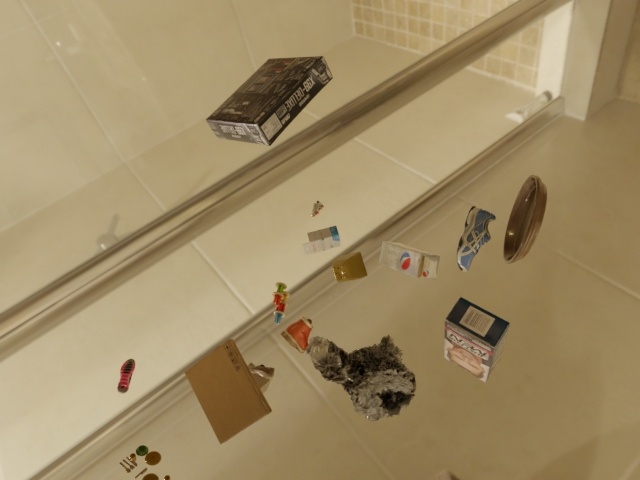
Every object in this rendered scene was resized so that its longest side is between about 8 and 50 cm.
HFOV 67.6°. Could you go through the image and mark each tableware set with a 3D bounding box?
[{"bbox_3d":[-0.514,0.681,1.429,0.154,0.104,0.024,28,122,19],"label":"tableware set"}]

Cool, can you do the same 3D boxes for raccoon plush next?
[{"bbox_3d":[0.140,0.362,1.561,0.446,0.216,0.299,51,-171,-23],"label":"raccoon plush"}]

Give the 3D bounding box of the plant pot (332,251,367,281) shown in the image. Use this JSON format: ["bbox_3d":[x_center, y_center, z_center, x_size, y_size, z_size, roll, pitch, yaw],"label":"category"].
[{"bbox_3d":[0.083,0.090,1.487,0.081,0.083,0.081,-14,96,39],"label":"plant pot"}]

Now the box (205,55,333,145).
[{"bbox_3d":[-0.149,-0.410,1.382,0.243,0.307,0.076,16,150,41],"label":"box"}]

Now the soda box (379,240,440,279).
[{"bbox_3d":[0.263,0.057,1.438,0.216,0.069,0.073,-157,75,-64],"label":"soda box"}]

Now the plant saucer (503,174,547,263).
[{"bbox_3d":[0.614,-0.059,1.438,0.041,0.277,0.277,16,153,8],"label":"plant saucer"}]

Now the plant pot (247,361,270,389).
[{"bbox_3d":[-0.273,0.567,1.877,0.109,0.096,0.109,36,136,13],"label":"plant pot"}]

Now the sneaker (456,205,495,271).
[{"bbox_3d":[0.486,0.001,1.506,0.081,0.080,0.211,18,102,26],"label":"sneaker"}]

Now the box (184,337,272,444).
[{"bbox_3d":[-0.230,0.368,1.167,0.201,0.164,0.021,57,-162,15],"label":"box"}]

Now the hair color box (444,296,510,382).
[{"bbox_3d":[0.518,0.343,1.613,0.174,0.105,0.347,29,159,29],"label":"hair color box"}]

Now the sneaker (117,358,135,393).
[{"bbox_3d":[-0.681,0.474,1.681,0.047,0.119,0.057,16,166,-8],"label":"sneaker"}]

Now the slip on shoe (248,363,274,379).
[{"bbox_3d":[-0.217,0.471,1.739,0.135,0.041,0.051,-2,151,48],"label":"slip on shoe"}]

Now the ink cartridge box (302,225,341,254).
[{"bbox_3d":[0.000,0.000,2.270,0.104,0.180,0.060,78,177,-57],"label":"ink cartridge box"}]

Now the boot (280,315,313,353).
[{"bbox_3d":[-0.048,0.252,1.288,0.059,0.084,0.158,41,169,22],"label":"boot"}]

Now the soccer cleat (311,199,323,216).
[{"bbox_3d":[-0.017,-0.113,1.697,0.029,0.083,0.035,-30,106,41],"label":"soccer cleat"}]

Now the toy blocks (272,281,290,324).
[{"bbox_3d":[-0.177,0.271,2.037,0.054,0.148,0.123,2,142,14],"label":"toy blocks"}]
